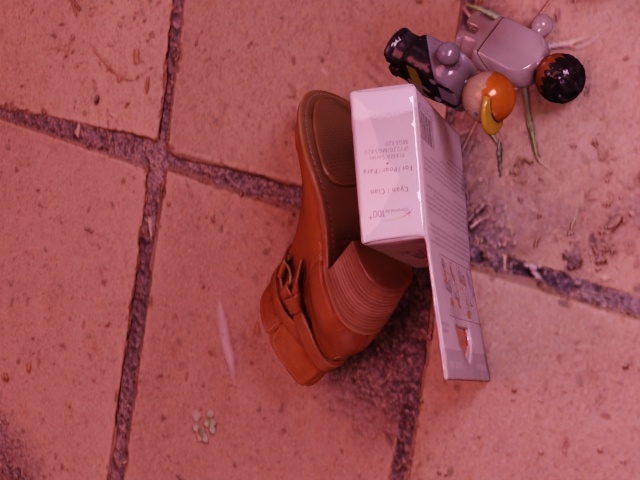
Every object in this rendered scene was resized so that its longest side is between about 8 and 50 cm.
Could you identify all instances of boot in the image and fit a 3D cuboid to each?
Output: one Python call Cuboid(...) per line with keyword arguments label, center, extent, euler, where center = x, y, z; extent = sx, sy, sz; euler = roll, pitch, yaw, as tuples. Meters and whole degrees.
Cuboid(label="boot", center=(0.000, 0.000, 1.854), extent=(0.220, 0.109, 0.283), euler=(-52, 52, 47))

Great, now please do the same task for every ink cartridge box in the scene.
Cuboid(label="ink cartridge box", center=(0.097, 0.006, 1.600), extent=(0.066, 0.296, 0.261), euler=(-7, 83, 12))

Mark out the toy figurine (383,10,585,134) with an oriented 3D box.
Cuboid(label="toy figurine", center=(0.181, -0.214, 1.561), extent=(0.148, 0.213, 0.209), euler=(29, 115, 27))
